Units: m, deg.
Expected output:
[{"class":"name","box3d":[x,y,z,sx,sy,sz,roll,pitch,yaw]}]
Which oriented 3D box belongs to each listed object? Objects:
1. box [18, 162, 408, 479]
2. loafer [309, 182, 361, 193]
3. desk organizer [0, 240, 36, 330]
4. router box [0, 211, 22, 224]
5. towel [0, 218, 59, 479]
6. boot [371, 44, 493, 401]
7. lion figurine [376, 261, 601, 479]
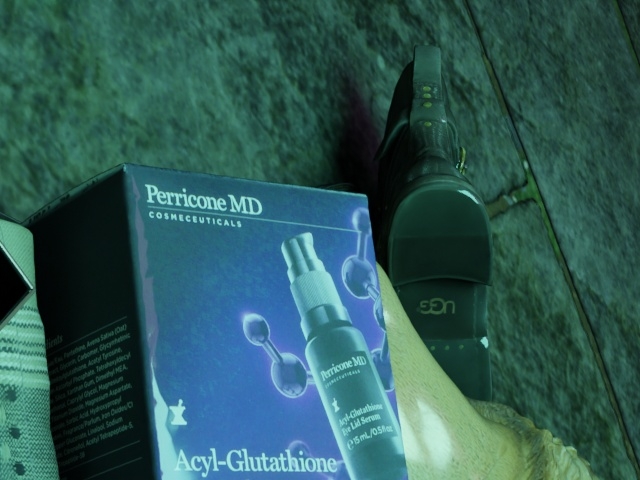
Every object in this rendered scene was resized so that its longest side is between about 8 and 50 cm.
[{"class":"box","box3d":[-0.052,0.079,0.879,0.153,0.108,0.207,5,70,-39]},{"class":"loafer","box3d":[0.000,0.000,1.219,0.062,0.061,0.170,62,31,-12]},{"class":"desk organizer","box3d":[-0.171,0.044,0.719,0.047,0.050,0.130,57,35,-17]},{"class":"router box","box3d":[-0.257,0.063,0.786,0.309,0.081,0.243,31,51,-46]},{"class":"towel","box3d":[-0.219,0.123,0.704,0.324,0.056,0.312,10,64,-51]},{"class":"boot","box3d":[0.069,0.018,1.265,0.229,0.091,0.263,-93,-168,-66]},{"class":"lion figurine","box3d":[0.031,0.106,1.084,0.240,0.142,0.392,-44,111,-38]}]
